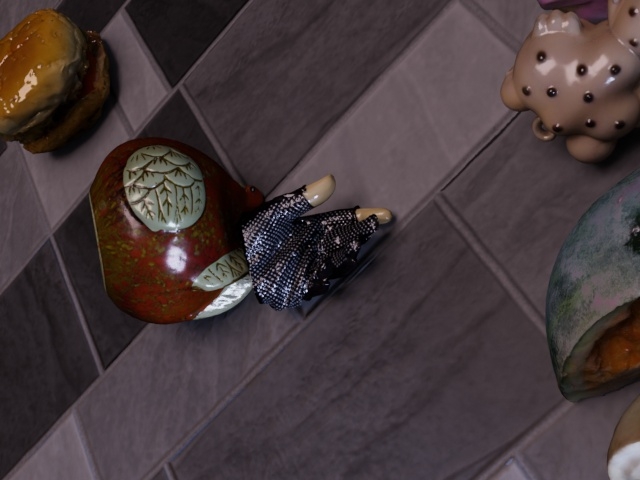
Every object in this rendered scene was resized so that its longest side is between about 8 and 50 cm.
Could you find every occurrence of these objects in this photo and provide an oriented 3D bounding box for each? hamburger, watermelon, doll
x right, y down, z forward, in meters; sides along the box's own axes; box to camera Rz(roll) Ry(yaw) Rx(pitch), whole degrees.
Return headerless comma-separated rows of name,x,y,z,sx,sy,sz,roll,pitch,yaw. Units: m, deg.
hamburger,-0.469,-0.269,1.502,0.244,0.163,0.244,-17,62,35
watermelon,0.300,-0.005,0.764,0.322,0.175,0.188,-33,55,24
doll,0.301,-0.190,0.839,0.278,0.154,0.119,-37,9,36

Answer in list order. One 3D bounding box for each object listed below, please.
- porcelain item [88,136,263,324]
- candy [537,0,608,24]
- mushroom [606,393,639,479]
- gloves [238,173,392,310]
porcelain item,-0.178,-0.020,1.163,0.253,0.253,0.253,-16,63,34
candy,0.350,-0.321,0.897,0.265,0.116,0.156,-4,67,36
mushroom,0.330,0.199,0.655,0.254,0.189,0.195,55,143,9
gloves,0.001,0.003,1.072,0.180,0.106,0.129,-15,61,2
